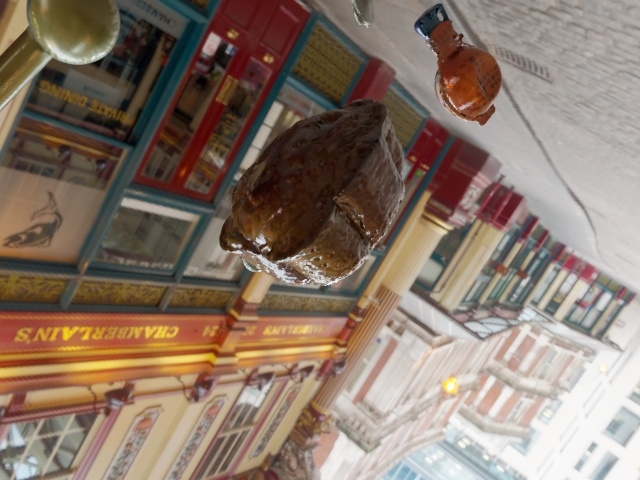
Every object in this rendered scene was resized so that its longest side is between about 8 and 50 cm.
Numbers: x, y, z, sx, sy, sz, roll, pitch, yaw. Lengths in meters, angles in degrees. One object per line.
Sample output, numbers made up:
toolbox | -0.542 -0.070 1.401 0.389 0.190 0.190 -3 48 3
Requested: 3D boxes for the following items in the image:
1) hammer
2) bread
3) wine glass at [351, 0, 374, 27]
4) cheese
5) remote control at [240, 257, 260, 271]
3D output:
hammer | -0.398 -0.238 0.742 0.113 0.305 0.202 46 -176 -33
bread | -0.008 -0.063 0.677 0.232 0.247 0.135 10 151 47
wine glass | 0.163 -0.453 0.932 0.232 0.156 0.156 -11 171 27
cheese | 0.359 -0.447 1.436 0.329 0.217 0.129 51 154 -21
remote control | -0.078 -0.021 1.124 0.045 0.097 0.256 -8 -161 39
